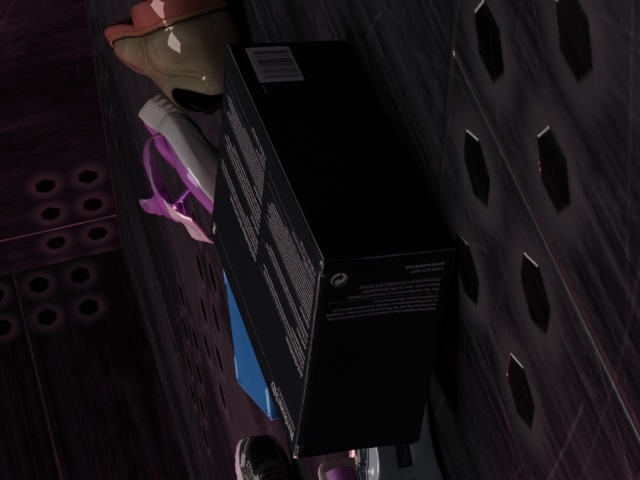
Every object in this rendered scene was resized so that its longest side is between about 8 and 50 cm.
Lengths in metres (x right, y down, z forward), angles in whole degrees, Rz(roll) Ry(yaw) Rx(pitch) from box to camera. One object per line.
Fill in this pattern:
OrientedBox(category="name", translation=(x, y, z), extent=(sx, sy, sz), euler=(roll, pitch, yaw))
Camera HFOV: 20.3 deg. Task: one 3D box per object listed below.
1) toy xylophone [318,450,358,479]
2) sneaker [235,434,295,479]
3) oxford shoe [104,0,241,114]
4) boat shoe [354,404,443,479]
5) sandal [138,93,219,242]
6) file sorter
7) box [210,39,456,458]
OrientedBox(category="toy xylophone", translation=(0.033, 0.267, 1.580), extent=(0.323, 0.081, 0.236), euler=(92, 162, -55))
OrientedBox(category="sneaker", translation=(-0.044, 0.316, 2.154), extent=(0.178, 0.072, 0.077), euler=(69, 158, -1))
OrientedBox(category="oxford shoe", translation=(-0.155, -0.192, 1.926), extent=(0.348, 0.123, 0.130), euler=(-176, 67, -81))
OrientedBox(category="boat shoe", translation=(0.057, 0.172, 1.393), extent=(0.083, 0.065, 0.183), euler=(-156, 61, -78))
OrientedBox(category="sandal", translation=(-0.138, -0.056, 1.895), extent=(0.169, 0.102, 0.416), euler=(46, -179, -14))
OrientedBox(category="file sorter", translation=(-0.015, 0.070, 1.509), extent=(0.170, 0.104, 0.118), euler=(-153, 55, -78))
OrientedBox(category="box", translation=(0.000, 0.000, 1.301), extent=(0.261, 0.103, 0.184), euler=(-114, 27, -47))
